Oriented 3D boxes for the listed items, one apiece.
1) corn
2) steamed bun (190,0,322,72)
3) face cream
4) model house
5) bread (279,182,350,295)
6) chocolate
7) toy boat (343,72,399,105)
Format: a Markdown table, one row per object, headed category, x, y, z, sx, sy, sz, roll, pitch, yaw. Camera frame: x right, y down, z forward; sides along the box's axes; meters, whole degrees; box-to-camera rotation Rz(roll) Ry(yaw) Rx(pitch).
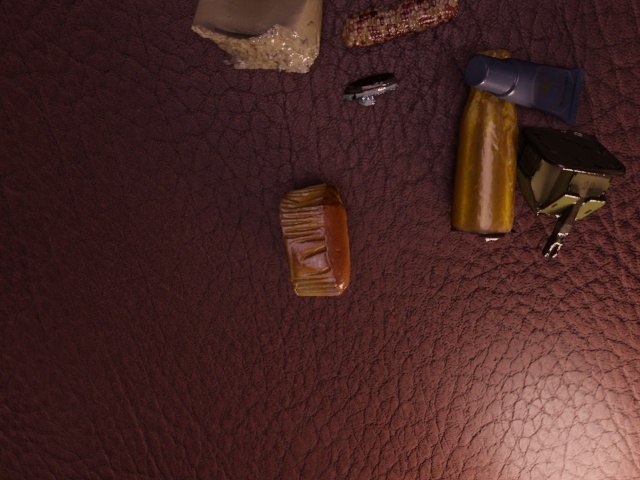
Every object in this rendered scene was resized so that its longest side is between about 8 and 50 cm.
| category | x | y | z | sx | sy | sz | roll | pitch | yaw |
| --- | --- | --- | --- | --- | --- | --- | --- | --- | --- |
| corn | 0.185 | -0.530 | 1.395 | 0.289 | 0.098 | 0.098 | -13 | 106 | 10 |
| steamed bun | -0.133 | -0.512 | 1.328 | 0.290 | 0.272 | 0.274 | 11 | 107 | -4 |
| face cream | 0.483 | -0.356 | 1.350 | 0.385 | 0.086 | 0.136 | 1 | 101 | -35 |
| model house | 0.573 | -0.113 | 1.468 | 0.204 | 0.218 | 0.279 | 7 | 124 | -7 |
| bread | 0.000 | 0.000 | 1.507 | 0.156 | 0.204 | 0.288 | -6 | 102 | 10 |
| chocolate | 0.413 | -0.232 | 1.438 | 0.162 | 0.162 | 0.446 | 2 | 105 | 3 |
| toy boat | 0.125 | -0.371 | 1.467 | 0.140 | 0.059 | 0.066 | -12 | 132 | 5 |
